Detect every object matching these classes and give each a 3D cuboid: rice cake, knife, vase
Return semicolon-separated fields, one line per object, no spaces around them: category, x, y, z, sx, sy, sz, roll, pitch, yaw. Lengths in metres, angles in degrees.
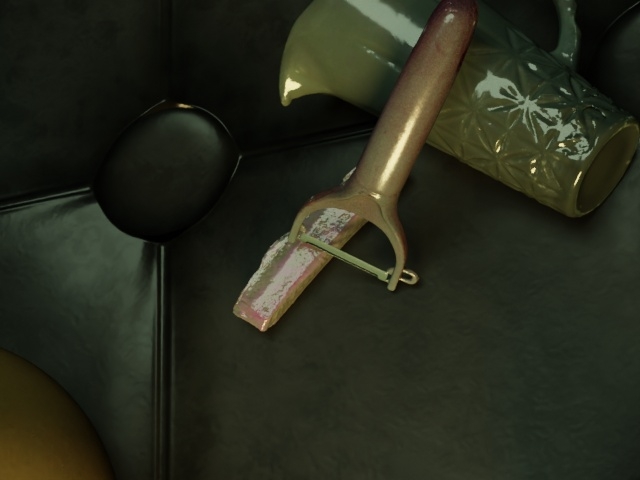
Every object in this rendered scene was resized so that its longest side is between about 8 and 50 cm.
rice cake;0.000;0.000;1.563;0.206;0.036;0.047;-46;59;-4
knife;0.074;-0.082;1.460;0.123;0.053;0.278;23;118;-3
vase;0.142;-0.149;1.518;0.301;0.156;0.251;37;85;25

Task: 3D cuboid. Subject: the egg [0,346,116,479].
egg;-0.312;0.263;1.412;0.301;0.301;0.373;-12;72;17
